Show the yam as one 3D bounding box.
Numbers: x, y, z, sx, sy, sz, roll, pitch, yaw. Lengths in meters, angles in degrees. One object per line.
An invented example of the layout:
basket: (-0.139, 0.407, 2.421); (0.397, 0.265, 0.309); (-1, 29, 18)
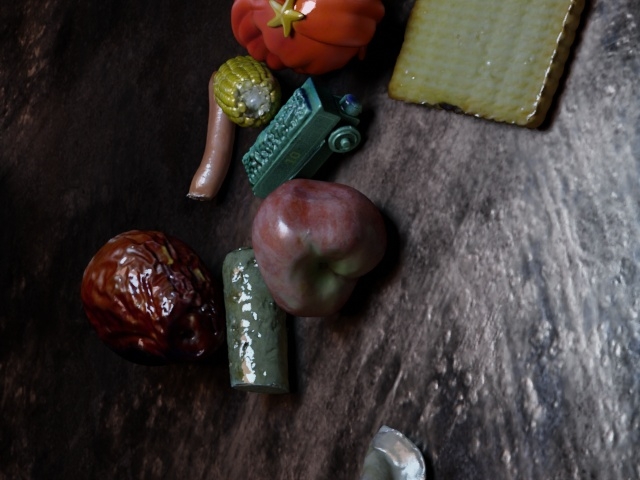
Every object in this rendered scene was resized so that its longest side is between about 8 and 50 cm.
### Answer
yam: (-0.074, 0.098, 1.971); (0.078, 0.078, 0.179); (-30, 56, 41)

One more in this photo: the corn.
corn: (-0.089, -0.181, 2.048); (0.238, 0.080, 0.080); (-129, 61, -79)

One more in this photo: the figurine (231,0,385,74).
figurine: (-0.016, -0.294, 1.986); (0.208, 0.181, 0.257); (-19, 54, 26)

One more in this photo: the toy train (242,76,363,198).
toy train: (-0.024, -0.111, 1.972); (0.172, 0.099, 0.070); (-49, 42, 29)

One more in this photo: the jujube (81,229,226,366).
jujube: (-0.197, 0.077, 2.054); (0.236, 0.168, 0.168); (30, 99, 59)

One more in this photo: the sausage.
sausage: (-0.133, -0.135, 2.165); (0.040, 0.047, 0.177); (155, 125, -64)

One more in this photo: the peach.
peach: (0.000, 0.000, 1.883); (0.152, 0.152, 0.152); (-25, 57, 44)

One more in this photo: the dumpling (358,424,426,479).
dumpling: (0.044, 0.359, 1.704); (0.166, 0.086, 0.332); (16, 92, 56)

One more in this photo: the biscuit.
biscuit: (0.176, -0.214, 1.821); (0.254, 0.029, 0.172); (20, 92, 53)
